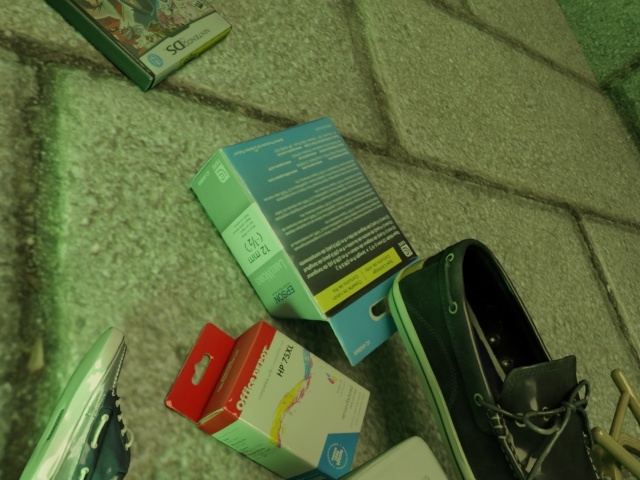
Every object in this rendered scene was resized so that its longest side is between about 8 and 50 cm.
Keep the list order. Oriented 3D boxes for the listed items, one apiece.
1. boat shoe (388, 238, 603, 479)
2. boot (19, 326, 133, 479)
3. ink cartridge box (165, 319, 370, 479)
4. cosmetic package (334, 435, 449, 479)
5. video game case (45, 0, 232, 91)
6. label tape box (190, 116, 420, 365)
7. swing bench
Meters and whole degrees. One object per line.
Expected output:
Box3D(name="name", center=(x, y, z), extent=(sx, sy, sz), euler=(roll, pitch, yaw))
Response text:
Box3D(name="boat shoe", center=(0.251, 0.211, 0.719), extent=(0.186, 0.156, 0.500), euler=(4, 50, -40))
Box3D(name="boot", center=(-0.233, 0.192, 0.612), extent=(0.086, 0.069, 0.190), euler=(36, 53, -25))
Box3D(name="ink cartridge box", center=(-0.060, 0.200, 0.732), extent=(0.231, 0.078, 0.134), euler=(36, 46, -15))
Box3D(name="cosmetic package", center=(-0.010, 0.419, 0.387), extent=(0.327, 0.329, 0.394), euler=(-6, 59, -53))
Box3D(name="video game case", center=(-0.312, -0.398, 0.949), extent=(0.275, 0.035, 0.248), euler=(43, 44, -9))
Box3D(name="label tape box", center=(0.000, 0.000, 0.891), extent=(0.249, 0.115, 0.348), euler=(-28, 85, -45))
Box3D(name="swing bench", center=(0.404, 0.370, 0.875), extent=(0.255, 0.253, 0.165), euler=(52, 44, 2))
